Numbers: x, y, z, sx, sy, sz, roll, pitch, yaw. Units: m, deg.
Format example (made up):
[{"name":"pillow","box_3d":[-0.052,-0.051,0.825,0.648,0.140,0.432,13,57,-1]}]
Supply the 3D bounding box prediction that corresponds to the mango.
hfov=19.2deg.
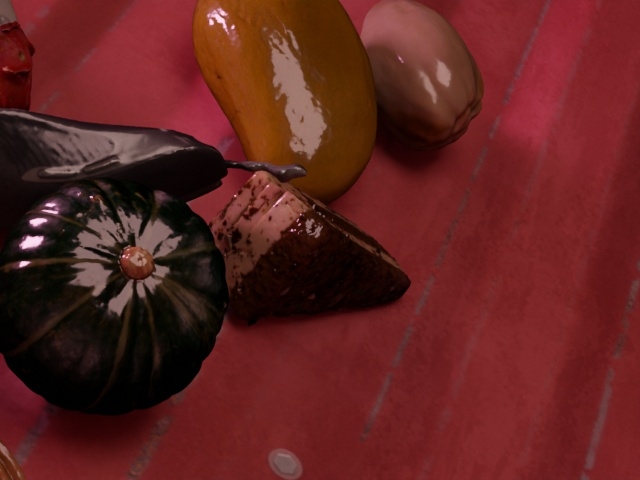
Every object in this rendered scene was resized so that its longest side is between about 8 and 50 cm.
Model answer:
[{"name":"mango","box_3d":[-0.029,-0.177,2.066,0.195,0.142,0.332,-4,58,-34]}]

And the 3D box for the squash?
[{"name":"squash","box_3d":[-0.184,0.049,1.645,0.218,0.172,0.218,6,60,-10]}]

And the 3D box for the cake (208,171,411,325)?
[{"name":"cake","box_3d":[0.010,-0.004,1.895,0.246,0.135,0.112,-6,50,-41]}]

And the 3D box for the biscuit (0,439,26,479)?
[{"name":"biscuit","box_3d":[-0.345,0.173,1.515,0.202,0.044,0.289,-8,55,-42]}]

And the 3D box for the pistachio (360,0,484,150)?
[{"name":"pistachio","box_3d":[0.110,-0.192,2.186,0.144,0.144,0.215,8,38,-30]}]

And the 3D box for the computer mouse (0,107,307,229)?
[{"name":"computer mouse","box_3d":[-0.199,-0.053,1.754,0.379,0.167,0.090,2,75,-10]}]

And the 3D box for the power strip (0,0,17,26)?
[{"name":"power strip","box_3d":[-0.437,-0.299,1.901,0.229,0.141,0.261,4,48,-35]}]

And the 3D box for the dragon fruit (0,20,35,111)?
[{"name":"dragon fruit","box_3d":[-0.319,-0.131,1.807,0.111,0.153,0.153,52,37,-4]}]
